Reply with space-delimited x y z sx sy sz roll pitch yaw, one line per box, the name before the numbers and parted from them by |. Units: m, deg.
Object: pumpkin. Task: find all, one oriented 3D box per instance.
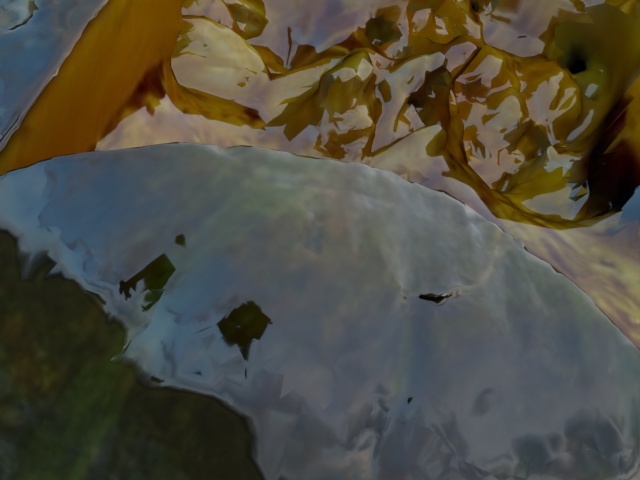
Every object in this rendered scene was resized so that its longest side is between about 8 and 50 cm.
pumpkin | -0.002 0.002 0.421 0.238 0.159 0.238 15 40 -14
